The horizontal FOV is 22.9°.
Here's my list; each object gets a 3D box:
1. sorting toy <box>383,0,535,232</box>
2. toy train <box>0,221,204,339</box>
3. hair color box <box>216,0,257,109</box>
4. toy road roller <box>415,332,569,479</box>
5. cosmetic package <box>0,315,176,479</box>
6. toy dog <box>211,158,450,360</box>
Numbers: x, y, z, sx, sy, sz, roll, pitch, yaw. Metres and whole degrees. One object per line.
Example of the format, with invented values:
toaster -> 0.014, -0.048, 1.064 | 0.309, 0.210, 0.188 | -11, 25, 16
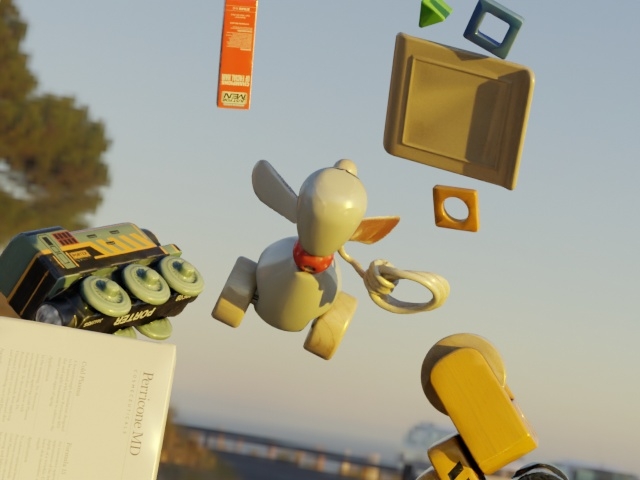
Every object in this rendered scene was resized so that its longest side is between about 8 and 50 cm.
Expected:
sorting toy -> 0.181, -0.171, 2.058 | 0.196, 0.348, 0.047 | 20, 37, 18
toy train -> -0.312, 0.059, 2.277 | 0.190, 0.142, 0.334 | 46, 28, 17
hair color box -> -0.129, -0.288, 2.430 | 0.053, 0.167, 0.093 | 3, 8, -6
toy road roller -> 0.192, 0.308, 2.170 | 0.240, 0.329, 0.202 | -28, -7, 5
cosmetic package -> -0.309, 0.267, 1.539 | 0.284, 0.377, 0.097 | 10, -12, -1
toy dog -> 0.000, 0.000, 1.779 | 0.220, 0.161, 0.333 | 33, -35, -20
